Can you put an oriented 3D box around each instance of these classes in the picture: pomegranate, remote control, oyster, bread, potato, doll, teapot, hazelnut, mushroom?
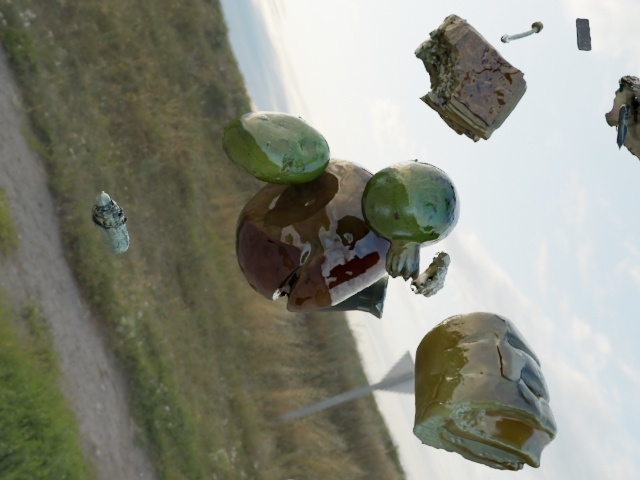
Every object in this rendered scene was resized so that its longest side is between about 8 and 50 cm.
[{"bbox_3d":[0.174,-0.042,1.471,0.202,0.202,0.247,77,21,-78],"label":"pomegranate"},{"bbox_3d":[0.676,-0.529,1.936,0.014,0.039,0.096,114,-21,-73],"label":"remote control"},{"bbox_3d":[0.281,0.096,1.867,0.072,0.132,0.209,35,-26,-1],"label":"oyster"},{"bbox_3d":[0.357,0.290,1.597,0.210,0.301,0.341,-54,-166,38],"label":"bread"},{"bbox_3d":[0.801,-0.296,1.873,0.259,0.092,0.198,59,-21,24],"label":"oyster"},{"bbox_3d":[-0.100,-0.204,1.697,0.148,0.254,0.186,119,-23,-46],"label":"potato"},{"bbox_3d":[0.745,-0.281,1.852,0.037,0.027,0.125,64,37,-70],"label":"doll"},{"bbox_3d":[0.460,-0.514,2.456,0.370,0.314,0.191,40,-17,1],"label":"bread"},{"bbox_3d":[0.076,0.131,2.111,0.203,0.225,0.170,-44,145,-76],"label":"teapot"},{"bbox_3d":[0.000,0.000,1.831,0.359,0.410,0.359,59,2,-3],"label":"hazelnut"},{"bbox_3d":[0.586,-0.615,2.251,0.043,0.306,0.068,49,-46,12],"label":"mushroom"}]

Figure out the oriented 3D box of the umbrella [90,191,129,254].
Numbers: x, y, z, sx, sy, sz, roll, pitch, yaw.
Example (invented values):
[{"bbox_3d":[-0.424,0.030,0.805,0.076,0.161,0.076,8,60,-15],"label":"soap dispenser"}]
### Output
[{"bbox_3d":[-0.390,-0.033,1.401,0.143,0.062,0.067,85,-17,-46],"label":"umbrella"}]
